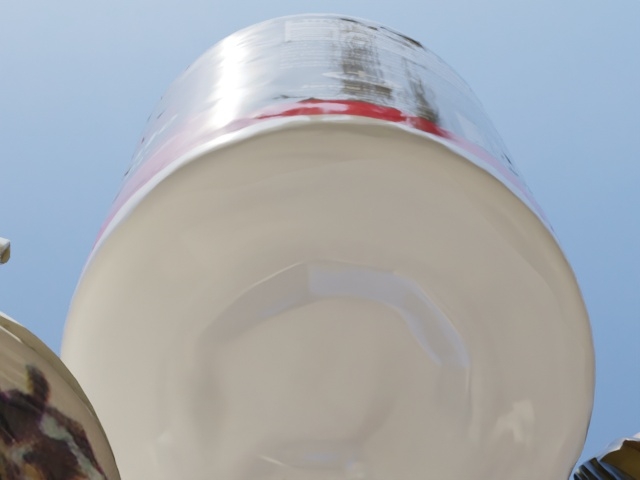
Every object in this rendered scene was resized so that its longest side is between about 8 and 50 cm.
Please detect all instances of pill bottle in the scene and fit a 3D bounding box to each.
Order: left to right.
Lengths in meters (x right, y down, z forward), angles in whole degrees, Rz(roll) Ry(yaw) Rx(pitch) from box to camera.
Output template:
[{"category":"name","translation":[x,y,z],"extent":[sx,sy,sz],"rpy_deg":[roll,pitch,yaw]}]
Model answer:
[{"category":"pill bottle","translation":[0.000,0.000,0.570],"extent":[0.176,0.176,0.318],"rpy_deg":[17,-163,-7]}]

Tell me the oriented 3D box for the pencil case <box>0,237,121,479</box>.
[{"category":"pencil case","translation":[-0.176,0.138,0.218],"extent":[0.160,0.183,0.410],"rpy_deg":[29,-150,3]}]

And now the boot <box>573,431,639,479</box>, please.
[{"category":"boot","translation":[0.243,0.075,0.577],"extent":[0.269,0.236,0.089],"rpy_deg":[-36,-123,-7]}]
